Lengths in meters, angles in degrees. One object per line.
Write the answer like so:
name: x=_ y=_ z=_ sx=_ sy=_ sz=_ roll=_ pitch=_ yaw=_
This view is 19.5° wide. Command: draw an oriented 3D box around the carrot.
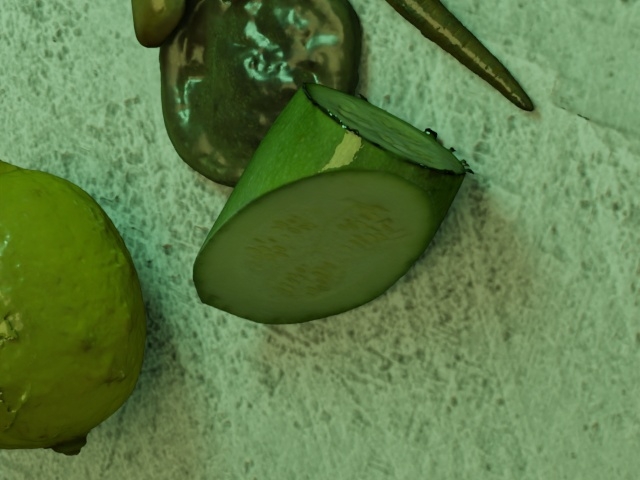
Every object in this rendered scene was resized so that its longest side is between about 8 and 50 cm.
carrot: x=0.106 y=-0.207 z=1.723 sx=0.254 sy=0.049 sz=0.049 roll=46 pitch=113 yaw=11

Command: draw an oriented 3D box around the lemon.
lemon: x=-0.300 y=0.067 z=1.839 sx=0.261 sy=0.260 sz=0.284 roll=-1 pitch=111 yaw=27

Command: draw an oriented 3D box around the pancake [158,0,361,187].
pancake: x=-0.073 y=-0.171 z=1.810 sx=0.242 sy=0.050 sz=0.241 roll=2 pitch=95 yaw=26

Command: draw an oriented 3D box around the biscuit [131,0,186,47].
biscuit: x=-0.164 y=-0.313 z=1.820 sx=0.164 sy=0.047 sz=0.208 roll=-40 pitch=69 yaw=26

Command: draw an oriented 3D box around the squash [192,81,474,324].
squash: x=0.000 y=0.000 z=1.716 sx=0.189 sy=0.189 sz=0.260 roll=35 pitch=106 yaw=20
